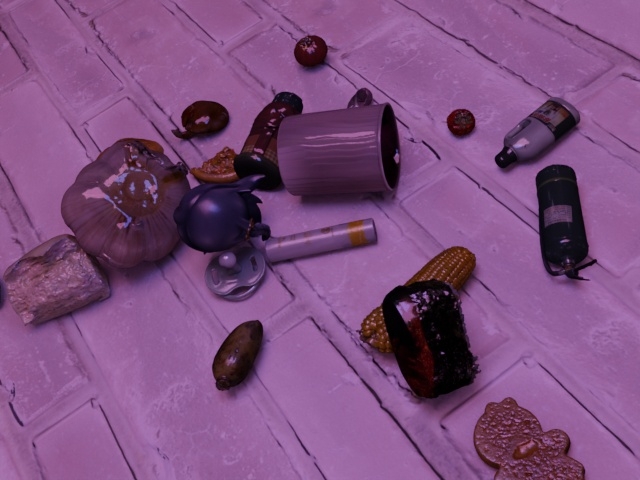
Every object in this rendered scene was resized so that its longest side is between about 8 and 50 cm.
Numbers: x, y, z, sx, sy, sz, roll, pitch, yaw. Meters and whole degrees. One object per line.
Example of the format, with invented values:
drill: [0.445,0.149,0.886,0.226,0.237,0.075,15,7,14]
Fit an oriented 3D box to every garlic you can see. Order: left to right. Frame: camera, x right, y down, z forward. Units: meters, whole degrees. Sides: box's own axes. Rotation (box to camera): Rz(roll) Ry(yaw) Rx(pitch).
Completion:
garlic: [-0.471,-0.082,1.900,0.321,0.241,0.322,-1,72,4]

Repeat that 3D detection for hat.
hat: [0.111,-0.370,2.081,0.058,0.042,0.087,26,98,42]

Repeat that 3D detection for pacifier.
pacifier: [-0.204,0.069,1.784,0.150,0.117,0.127,-13,65,5]

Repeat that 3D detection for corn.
corn: [0.213,0.118,1.608,0.313,0.102,0.102,-42,51,-14]

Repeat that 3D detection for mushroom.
mushroom: [-0.347,-0.345,2.188,0.170,0.080,0.135,-31,39,-11]

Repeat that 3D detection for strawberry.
strawberry: [0.348,-0.297,1.925,0.073,0.073,0.083,-33,13,-8]

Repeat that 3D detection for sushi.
sushi: [0.212,0.185,1.484,0.126,0.136,0.225,-18,85,-21]

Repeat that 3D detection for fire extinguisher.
fire extinguisher: [0.514,-0.023,1.626,0.118,0.093,0.294,-25,44,34]

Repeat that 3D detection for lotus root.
lotus root: [-0.179,0.244,1.651,0.080,0.089,0.179,26,53,1]

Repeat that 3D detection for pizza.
pizza: [-0.261,-0.206,2.071,0.178,0.041,0.131,11,56,26]

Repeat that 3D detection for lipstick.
lipstick: [0.000,0.000,1.804,0.263,0.059,0.059,-12,50,10]

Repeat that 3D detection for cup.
cup: [0.055,-0.243,1.878,0.273,0.208,0.288,-4,59,18]

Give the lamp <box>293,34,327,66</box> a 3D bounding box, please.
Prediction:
lamp: [-0.029,-0.552,2.234,0.101,0.090,0.101,-11,52,15]

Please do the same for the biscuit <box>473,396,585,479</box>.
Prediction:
biscuit: [0.365,0.385,1.386,0.166,0.036,0.225,-37,47,-12]

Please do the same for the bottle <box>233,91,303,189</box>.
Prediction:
bottle: [-0.120,-0.267,2.012,0.156,0.143,0.271,-27,36,54]

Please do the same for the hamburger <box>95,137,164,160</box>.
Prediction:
hamburger: [-0.524,-0.190,2.112,0.213,0.108,0.214,-10,45,10]

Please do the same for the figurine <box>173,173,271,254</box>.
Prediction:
figurine: [-0.225,-0.059,1.813,0.197,0.175,0.265,-6,13,39]

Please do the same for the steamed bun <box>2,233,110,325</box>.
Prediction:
steamed bun: [-0.663,0.093,1.888,0.225,0.170,0.200,-31,55,-5]

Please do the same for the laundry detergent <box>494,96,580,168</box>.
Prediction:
laundry detergent: [0.504,-0.248,1.822,0.225,0.070,0.099,-38,59,-11]
